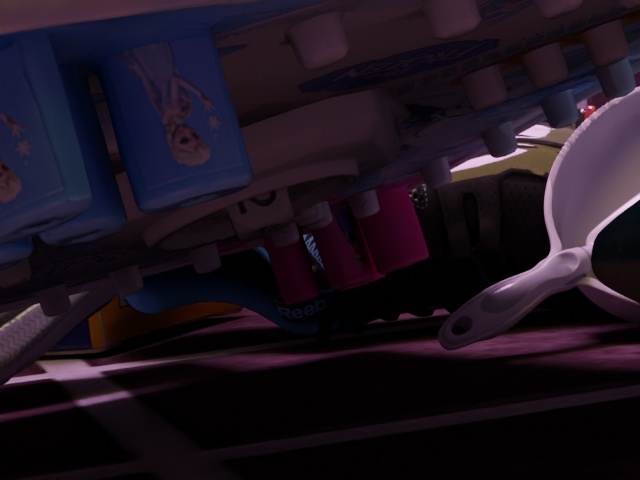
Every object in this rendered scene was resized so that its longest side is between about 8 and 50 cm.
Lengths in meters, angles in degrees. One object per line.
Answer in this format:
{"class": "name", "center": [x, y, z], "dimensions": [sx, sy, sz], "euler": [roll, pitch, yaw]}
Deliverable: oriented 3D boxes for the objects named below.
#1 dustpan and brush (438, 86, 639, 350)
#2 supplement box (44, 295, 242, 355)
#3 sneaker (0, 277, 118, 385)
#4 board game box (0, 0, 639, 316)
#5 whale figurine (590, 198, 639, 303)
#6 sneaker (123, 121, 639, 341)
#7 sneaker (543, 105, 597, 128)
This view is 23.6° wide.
{"class": "dustpan and brush", "center": [0.146, 0.005, 0.764], "dimensions": [0.211, 0.147, 0.060], "euler": [-33, -29, -11]}
{"class": "supplement box", "center": [-0.192, -0.110, 1.018], "dimensions": [0.195, 0.357, 0.194], "euler": [-5, 3, 25]}
{"class": "sneaker", "center": [-0.155, 0.023, 0.781], "dimensions": [0.258, 0.094, 0.091], "euler": [-28, -8, -28]}
{"class": "board game box", "center": [-0.025, -0.012, 0.563], "dimensions": [0.390, 0.050, 0.390], "euler": [-15, -8, -37]}
{"class": "whale figurine", "center": [0.235, -0.024, 0.585], "dimensions": [0.216, 0.141, 0.272], "euler": [-9, 6, -41]}
{"class": "sneaker", "center": [0.044, 0.009, 0.884], "dimensions": [0.340, 0.125, 0.140], "euler": [5, 44, 21]}
{"class": "sneaker", "center": [0.223, -0.024, 0.970], "dimensions": [0.261, 0.104, 0.125], "euler": [11, -15, 21]}
